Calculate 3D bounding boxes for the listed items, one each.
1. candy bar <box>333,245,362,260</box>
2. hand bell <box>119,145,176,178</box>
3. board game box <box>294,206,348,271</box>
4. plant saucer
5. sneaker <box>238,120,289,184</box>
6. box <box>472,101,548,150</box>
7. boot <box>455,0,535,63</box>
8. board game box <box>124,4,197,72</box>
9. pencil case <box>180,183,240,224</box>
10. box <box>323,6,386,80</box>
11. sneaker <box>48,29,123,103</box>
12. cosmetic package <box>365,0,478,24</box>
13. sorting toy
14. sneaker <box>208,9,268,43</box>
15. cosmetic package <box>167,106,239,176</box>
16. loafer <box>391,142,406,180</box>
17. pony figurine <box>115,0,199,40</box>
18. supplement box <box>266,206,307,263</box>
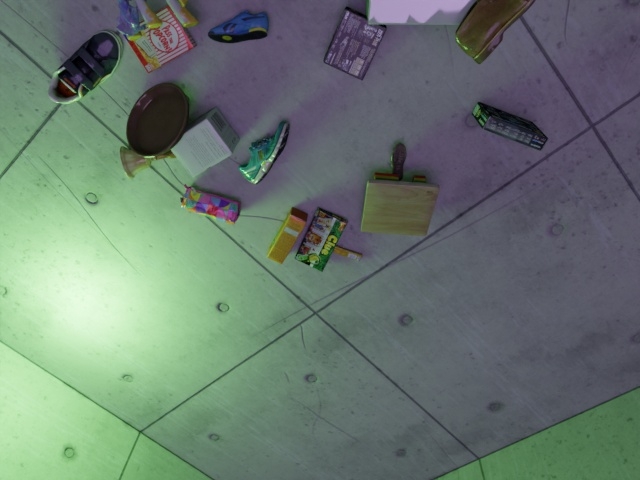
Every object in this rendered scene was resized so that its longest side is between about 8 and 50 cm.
[{"bbox_3d":[0.101,0.050,2.074,0.162,0.018,0.040,19,120,-8],"label":"candy bar"},{"bbox_3d":[-0.613,-0.318,1.866,0.242,0.126,0.126,-13,120,-3],"label":"hand bell"},{"bbox_3d":[0.000,0.000,2.036,0.136,0.030,0.259,24,120,-3],"label":"board game box"},{"bbox_3d":[-0.565,-0.417,1.733,0.278,0.277,0.041,-27,158,18],"label":"plant saucer"},{"bbox_3d":[-0.208,-0.329,1.823,0.110,0.107,0.275,37,117,-6],"label":"sneaker"},{"bbox_3d":[0.642,-0.392,1.685,0.220,0.175,0.051,18,121,-8],"label":"box"},{"bbox_3d":[0.475,-0.618,1.277,0.115,0.112,0.305,36,120,-6],"label":"boot"},{"bbox_3d":[-0.540,-0.677,1.664,0.194,0.045,0.146,-23,117,16],"label":"board game box"},{"bbox_3d":[-0.433,-0.140,1.951,0.237,0.104,0.104,18,120,-9],"label":"pencil case"},{"bbox_3d":[0.112,-0.646,1.623,0.148,0.077,0.180,21,120,-9],"label":"box"},{"bbox_3d":[-0.808,-0.581,1.695,0.321,0.127,0.126,-39,110,21],"label":"sneaker"},{"bbox_3d":[0.325,-0.700,1.457,0.378,0.284,0.097,2,122,3],"label":"cosmetic package"},{"bbox_3d":[0.294,-0.142,1.880,0.257,0.089,0.255,4,138,0],"label":"sorting toy"},{"bbox_3d":[-0.270,-0.706,1.629,0.210,0.069,0.082,-2,88,15],"label":"sneaker"},{"bbox_3d":[-0.419,-0.357,1.787,0.184,0.151,0.151,-26,116,19],"label":"cosmetic package"},{"bbox_3d":[0.287,-0.295,1.837,0.056,0.050,0.147,3,123,-1],"label":"loafer"},{"bbox_3d":[-0.571,-0.806,1.471,0.351,0.303,0.363,-21,103,-15],"label":"pony figurine"},{"bbox_3d":[-0.137,-0.017,2.016,0.080,0.078,0.233,24,119,-10],"label":"supplement box"}]
